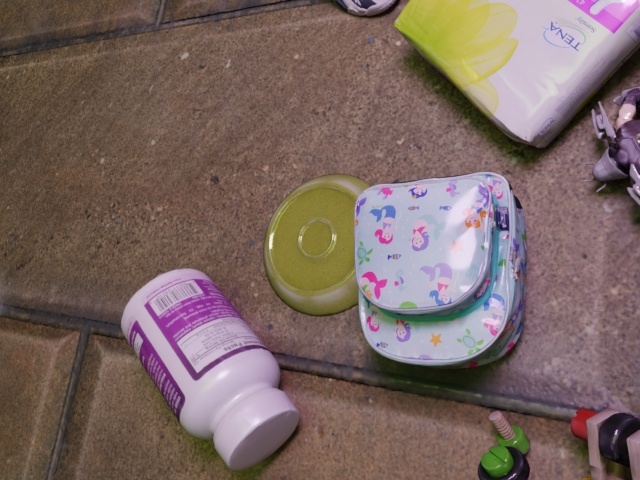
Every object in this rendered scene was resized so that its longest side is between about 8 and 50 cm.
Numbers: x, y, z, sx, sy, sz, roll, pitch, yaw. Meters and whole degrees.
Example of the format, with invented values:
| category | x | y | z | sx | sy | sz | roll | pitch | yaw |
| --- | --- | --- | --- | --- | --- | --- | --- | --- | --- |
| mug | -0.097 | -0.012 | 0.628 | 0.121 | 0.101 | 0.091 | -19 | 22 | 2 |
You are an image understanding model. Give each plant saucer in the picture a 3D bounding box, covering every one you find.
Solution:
| category | x | y | z | sx | sy | sz | roll | pitch | yaw |
| --- | --- | --- | --- | --- | --- | --- | --- | --- | --- |
| plant saucer | 0.000 | 0.000 | 0.980 | 0.241 | 0.037 | 0.240 | -9 | 71 | 27 |

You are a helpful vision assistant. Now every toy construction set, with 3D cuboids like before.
| category | x | y | z | sx | sy | sz | roll | pitch | yaw |
| --- | --- | --- | --- | --- | --- | --- | --- | --- | --- |
| toy construction set | 0.332 | 0.331 | 0.616 | 0.309 | 0.257 | 0.237 | -21 | 110 | 40 |

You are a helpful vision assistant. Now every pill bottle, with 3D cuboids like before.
| category | x | y | z | sx | sy | sz | roll | pitch | yaw |
| --- | --- | --- | --- | --- | --- | --- | --- | --- | --- |
| pill bottle | -0.169 | 0.195 | 0.941 | 0.169 | 0.169 | 0.301 | -50 | 58 | 8 |

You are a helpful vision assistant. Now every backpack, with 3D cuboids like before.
| category | x | y | z | sx | sy | sz | roll | pitch | yaw |
| --- | --- | --- | --- | --- | --- | --- | --- | --- | --- |
| backpack | 0.154 | 0.041 | 0.801 | 0.225 | 0.191 | 0.253 | -3 | 79 | 28 |

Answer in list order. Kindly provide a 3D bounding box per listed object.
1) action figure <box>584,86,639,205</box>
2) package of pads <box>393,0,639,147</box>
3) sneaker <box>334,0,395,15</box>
| category | x | y | z | sx | sy | sz | roll | pitch | yaw |
| --- | --- | --- | --- | --- | --- | --- | --- | --- | --- |
| action figure | 0.458 | -0.136 | 0.730 | 0.285 | 0.099 | 0.185 | -29 | 71 | 24 |
| package of pads | 0.267 | -0.297 | 0.841 | 0.296 | 0.101 | 0.229 | 51 | 117 | 26 |
| sneaker | 0.023 | -0.481 | 1.037 | 0.094 | 0.153 | 0.235 | -49 | 58 | 11 |
